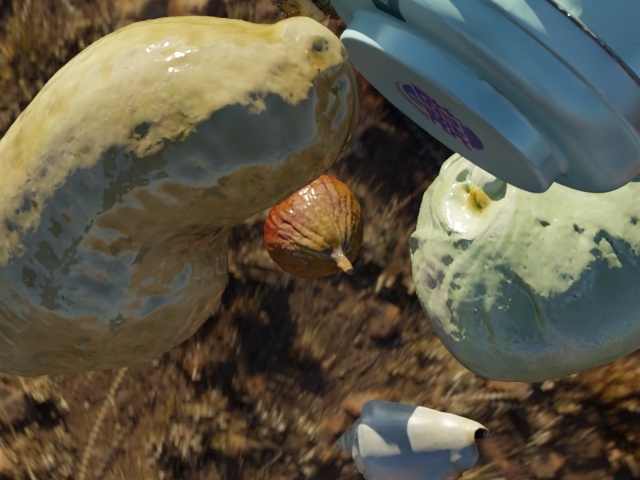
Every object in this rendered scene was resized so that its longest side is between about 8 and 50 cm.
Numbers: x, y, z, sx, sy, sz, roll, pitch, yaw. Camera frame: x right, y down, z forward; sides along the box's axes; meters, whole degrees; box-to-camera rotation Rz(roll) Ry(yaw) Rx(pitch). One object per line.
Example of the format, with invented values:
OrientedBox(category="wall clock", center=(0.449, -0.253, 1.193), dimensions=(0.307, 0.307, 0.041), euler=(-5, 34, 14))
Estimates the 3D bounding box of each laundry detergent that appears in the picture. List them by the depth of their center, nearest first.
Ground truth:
OrientedBox(category="laundry detergent", center=(0.174, -0.205, 1.129), dimensions=(0.287, 0.287, 0.305), euler=(37, 86, 5))

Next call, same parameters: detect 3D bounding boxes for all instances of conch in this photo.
OrientedBox(category="conch", center=(0.102, 0.231, 1.833), dimensions=(0.176, 0.094, 0.104), euler=(2, 59, 10))

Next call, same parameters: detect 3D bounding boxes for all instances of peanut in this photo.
OrientedBox(category="peanut", center=(-0.091, -0.023, 0.797), dimensions=(0.137, 0.122, 0.253), euler=(35, 120, -16))

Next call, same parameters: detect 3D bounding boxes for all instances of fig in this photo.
OrientedBox(category="fig", center=(-0.011, -0.001, 1.814), dimensions=(0.119, 0.119, 0.153), euler=(16, 31, -1))

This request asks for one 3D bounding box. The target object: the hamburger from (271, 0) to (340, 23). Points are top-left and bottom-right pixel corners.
OrientedBox(category="hamburger", center=(-0.026, -0.320, 1.928), dimensions=(0.093, 0.189, 0.164), euler=(-32, 90, 11))

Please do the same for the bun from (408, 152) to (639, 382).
OrientedBox(category="bun", center=(0.205, -0.017, 1.516), dimensions=(0.283, 0.179, 0.283), euler=(-11, 55, 16))
